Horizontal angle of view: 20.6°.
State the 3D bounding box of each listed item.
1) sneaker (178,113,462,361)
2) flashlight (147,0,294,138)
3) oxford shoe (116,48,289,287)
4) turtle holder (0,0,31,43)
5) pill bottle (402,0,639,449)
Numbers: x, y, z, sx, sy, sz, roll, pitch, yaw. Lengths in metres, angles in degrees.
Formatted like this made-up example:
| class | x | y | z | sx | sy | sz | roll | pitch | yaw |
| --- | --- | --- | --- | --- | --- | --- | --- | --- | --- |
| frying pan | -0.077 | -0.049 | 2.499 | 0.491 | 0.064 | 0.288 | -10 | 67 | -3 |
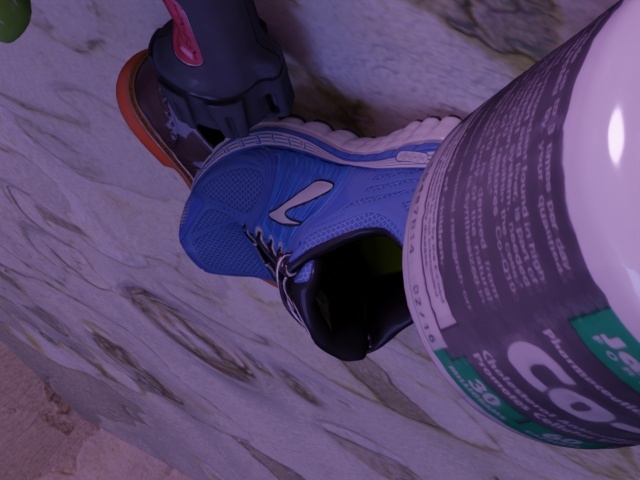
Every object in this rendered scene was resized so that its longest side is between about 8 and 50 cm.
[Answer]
| class | x | y | z | sx | sy | sz | roll | pitch | yaw |
| --- | --- | --- | --- | --- | --- | --- | --- | --- | --- |
| sneaker | 0.000 | 0.000 | 1.230 | 0.330 | 0.147 | 0.130 | -3 | 136 | 50 |
| flashlight | -0.096 | -0.168 | 1.127 | 0.103 | 0.103 | 0.304 | 61 | 175 | 23 |
| oxford shoe | -0.045 | -0.046 | 1.381 | 0.271 | 0.097 | 0.098 | 44 | 157 | -19 |
| turtle holder | -0.311 | -0.214 | 1.024 | 0.320 | 0.227 | 0.243 | 56 | -178 | 8 |
| pill bottle | 0.179 | -0.016 | 0.792 | 0.204 | 0.204 | 0.361 | 39 | 164 | -4 |
